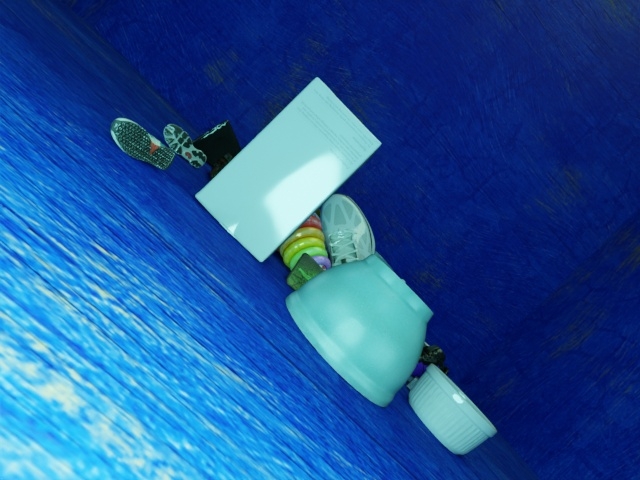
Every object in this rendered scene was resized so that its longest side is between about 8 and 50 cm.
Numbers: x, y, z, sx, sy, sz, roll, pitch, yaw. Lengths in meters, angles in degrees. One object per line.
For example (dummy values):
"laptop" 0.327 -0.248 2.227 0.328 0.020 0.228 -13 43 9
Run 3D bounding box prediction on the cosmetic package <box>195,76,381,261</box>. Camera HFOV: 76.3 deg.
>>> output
"cosmetic package" -0.071 -0.155 0.960 0.217 0.385 0.156 47 3 -2

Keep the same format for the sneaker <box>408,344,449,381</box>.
"sneaker" 0.309 0.374 1.279 0.293 0.146 0.102 44 2 -34

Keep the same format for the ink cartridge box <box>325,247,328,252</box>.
"ink cartridge box" 0.000 0.000 1.956 0.273 0.197 0.114 46 0 7

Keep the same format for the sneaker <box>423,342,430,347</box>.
"sneaker" 0.428 0.442 1.647 0.152 0.054 0.061 47 -1 10

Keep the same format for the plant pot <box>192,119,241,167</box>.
"plant pot" -0.441 -0.407 1.786 0.167 0.188 0.188 58 -4 -23

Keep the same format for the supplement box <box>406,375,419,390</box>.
"supplement box" 0.290 0.433 1.151 0.083 0.043 0.055 47 3 38

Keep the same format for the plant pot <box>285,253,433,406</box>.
"plant pot" 0.100 0.152 0.830 0.293 0.196 0.293 44 2 -2

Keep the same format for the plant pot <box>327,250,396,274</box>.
"plant pot" 0.119 0.126 1.524 0.290 0.195 0.290 44 -8 8

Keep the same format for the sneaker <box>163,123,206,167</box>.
"sneaker" -0.432 -0.291 1.268 0.071 0.068 0.170 28 -17 35

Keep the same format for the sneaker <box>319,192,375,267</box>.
"sneaker" 0.097 0.052 1.246 0.257 0.169 0.447 32 43 -82

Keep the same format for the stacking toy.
"stacking toy" -0.036 0.057 1.167 0.175 0.166 0.301 44 16 -53

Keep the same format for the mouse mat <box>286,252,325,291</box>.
"mouse mat" 0.002 0.127 1.041 0.189 0.007 0.152 46 31 -9

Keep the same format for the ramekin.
"ramekin" 0.311 0.416 0.997 0.207 0.109 0.207 46 2 -2

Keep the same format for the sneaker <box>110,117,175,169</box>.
"sneaker" -0.354 -0.189 0.780 0.075 0.057 0.161 28 -2 18

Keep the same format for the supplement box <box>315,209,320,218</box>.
"supplement box" -0.094 -0.080 1.687 0.129 0.194 0.191 43 2 -45

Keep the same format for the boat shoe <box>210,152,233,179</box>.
"boat shoe" -0.323 -0.226 1.424 0.110 0.104 0.307 54 -3 -21
